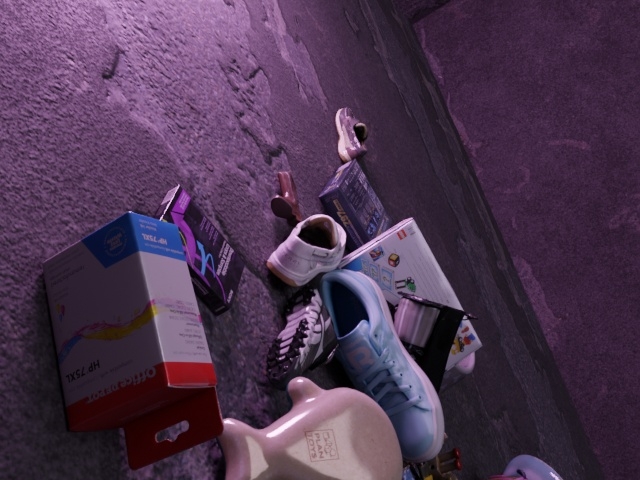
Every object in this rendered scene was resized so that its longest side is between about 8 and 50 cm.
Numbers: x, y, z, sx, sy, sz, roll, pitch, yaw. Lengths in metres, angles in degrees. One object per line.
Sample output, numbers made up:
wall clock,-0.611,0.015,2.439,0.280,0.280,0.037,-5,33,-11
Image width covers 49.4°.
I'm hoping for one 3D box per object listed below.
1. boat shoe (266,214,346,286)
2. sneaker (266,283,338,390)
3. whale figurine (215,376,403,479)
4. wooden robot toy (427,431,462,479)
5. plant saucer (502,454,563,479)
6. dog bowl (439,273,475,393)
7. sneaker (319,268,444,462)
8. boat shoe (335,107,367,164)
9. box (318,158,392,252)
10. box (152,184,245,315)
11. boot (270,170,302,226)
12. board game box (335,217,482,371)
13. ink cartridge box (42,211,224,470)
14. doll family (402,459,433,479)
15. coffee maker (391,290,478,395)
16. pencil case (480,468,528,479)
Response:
boat shoe,0.000,0.000,1.254,0.098,0.096,0.277,36,22,6
sneaker,-0.017,0.168,1.091,0.106,0.078,0.234,53,23,-18
whale figurine,-0.023,0.292,0.920,0.271,0.141,0.216,6,56,-35
wooden robot toy,0.245,0.458,1.357,0.173,0.076,0.079,-85,152,-51
plant saucer,0.468,0.618,1.470,0.317,0.043,0.318,168,-90,-70
dog bowl,0.244,0.179,1.611,0.349,0.102,0.349,48,27,-34
sneaker,0.083,0.212,1.203,0.150,0.135,0.366,22,36,-57
boat shoe,0.088,-0.275,1.800,0.080,0.073,0.224,46,28,-35
box,0.085,-0.070,1.591,0.183,0.059,0.233,57,23,-13
box,-0.173,0.014,0.988,0.162,0.029,0.116,53,25,-26
boot,-0.070,-0.094,1.314,0.106,0.037,0.114,53,24,-56
board game box,0.176,0.134,1.410,0.305,0.193,0.053,61,-15,-6
ink cartridge box,-0.193,0.105,0.709,0.078,0.134,0.231,21,46,-59
doll family,0.171,0.442,1.213,0.193,0.076,0.112,6,64,-58
coffee maker,0.203,0.204,1.318,0.171,0.178,0.120,18,-1,-6
pencil case,0.401,0.658,1.360,0.160,0.167,0.386,101,-28,-70
